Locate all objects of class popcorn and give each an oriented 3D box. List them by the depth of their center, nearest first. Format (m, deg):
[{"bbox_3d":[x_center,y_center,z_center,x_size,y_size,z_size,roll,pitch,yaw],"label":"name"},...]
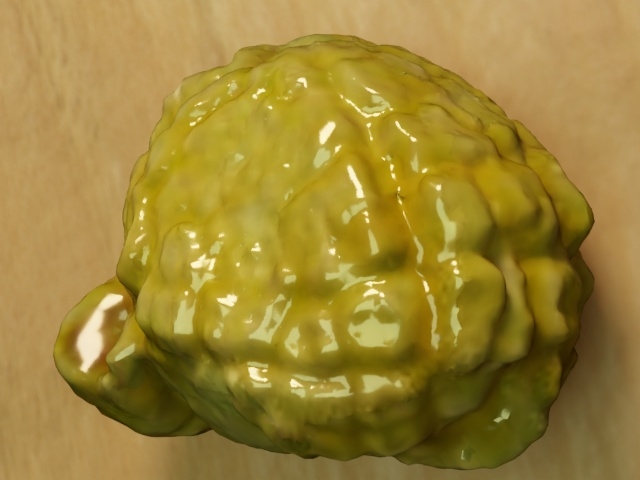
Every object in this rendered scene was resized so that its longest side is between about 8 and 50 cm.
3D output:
[{"bbox_3d":[0.000,0.000,0.745,0.286,0.174,0.225,2,80,37],"label":"popcorn"}]
